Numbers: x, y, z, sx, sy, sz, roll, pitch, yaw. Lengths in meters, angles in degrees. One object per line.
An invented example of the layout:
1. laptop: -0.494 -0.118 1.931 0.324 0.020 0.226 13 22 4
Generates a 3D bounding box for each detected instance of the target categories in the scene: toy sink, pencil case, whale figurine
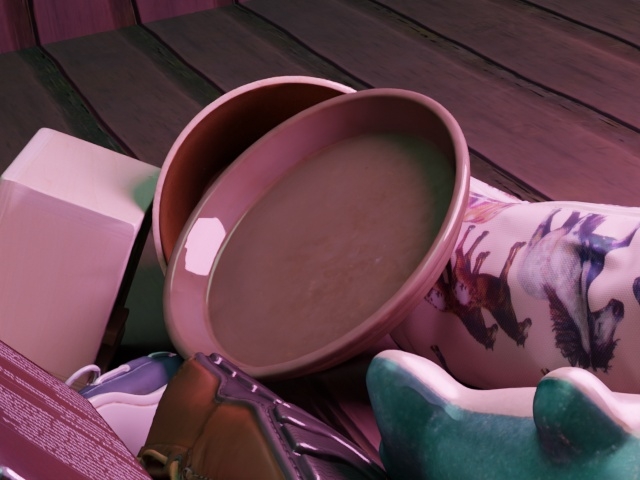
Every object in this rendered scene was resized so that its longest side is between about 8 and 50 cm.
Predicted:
1. toy sink: -0.229 0.047 1.712 0.131 0.234 0.153 20 19 -1
2. pencil case: 0.218 0.040 1.462 0.160 0.184 0.410 -3 8 -43
3. whale figurine: 0.130 0.161 1.112 0.272 0.216 0.141 23 56 26

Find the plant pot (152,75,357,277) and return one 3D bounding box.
1. plant pot: -0.043 -0.020 1.767 0.237 0.237 0.254 -13 3 -10

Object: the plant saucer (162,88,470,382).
1. plant saucer: 0.000 0.000 1.529 0.278 0.041 0.278 -24 40 22

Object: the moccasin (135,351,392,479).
1. moccasin: -0.049 0.171 1.271 0.147 0.139 0.380 -56 24 -5

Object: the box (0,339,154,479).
1. box: -0.189 0.161 1.140 0.143 0.191 0.381 -54 26 -2

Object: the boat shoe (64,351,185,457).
1. boat shoe: -0.154 0.138 1.498 0.079 0.095 0.254 4 21 33
